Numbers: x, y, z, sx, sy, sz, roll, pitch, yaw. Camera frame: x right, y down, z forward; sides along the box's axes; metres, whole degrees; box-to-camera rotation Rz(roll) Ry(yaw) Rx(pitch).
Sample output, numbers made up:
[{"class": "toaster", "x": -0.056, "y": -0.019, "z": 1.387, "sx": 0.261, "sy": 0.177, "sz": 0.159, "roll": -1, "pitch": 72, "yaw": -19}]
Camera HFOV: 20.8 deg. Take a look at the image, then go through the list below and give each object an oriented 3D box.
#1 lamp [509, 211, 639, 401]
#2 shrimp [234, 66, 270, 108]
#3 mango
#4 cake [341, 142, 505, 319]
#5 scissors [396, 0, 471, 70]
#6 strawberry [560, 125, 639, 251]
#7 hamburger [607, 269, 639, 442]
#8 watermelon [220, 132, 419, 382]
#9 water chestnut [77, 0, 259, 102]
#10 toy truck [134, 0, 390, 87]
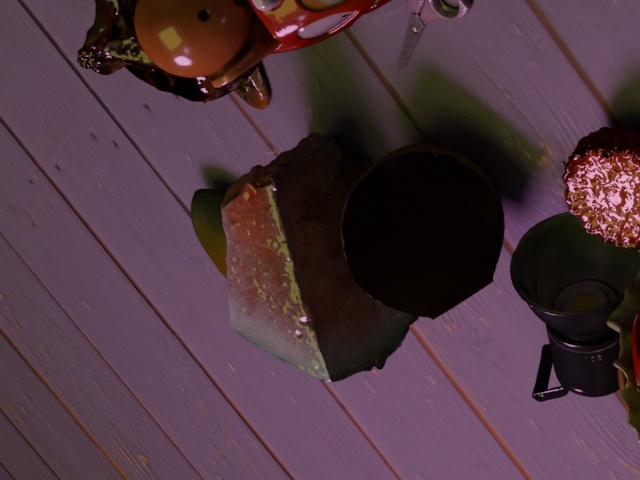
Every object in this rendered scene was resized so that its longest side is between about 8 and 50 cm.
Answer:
[{"class": "lamp", "x": 0.311, "y": 0.093, "z": 1.964, "sx": 0.172, "sy": 0.147, "sz": 0.227, "roll": 1, "pitch": 141, "yaw": 20}, {"class": "shrimp", "x": -0.102, "y": -0.212, "z": 2.179, "sx": 0.083, "sy": 0.023, "sz": 0.114, "roll": 26, "pitch": 148, "yaw": 33}, {"class": "mango", "x": -0.085, "y": 0.024, "z": 2.377, "sx": 0.237, "sy": 0.091, "sz": 0.137, "roll": 36, "pitch": 143, "yaw": 26}, {"class": "cake", "x": 0.121, "y": -0.007, "z": 2.015, "sx": 0.185, "sy": 0.208, "sz": 0.178, "roll": -3, "pitch": 174, "yaw": 7}, {"class": "scissors", "x": 0.107, "y": -0.241, "z": 1.906, "sx": 0.100, "sy": 0.015, "sz": 0.189, "roll": 39, "pitch": 151, "yaw": 12}, {"class": "strawberry", "x": 0.319, "y": -0.060, "z": 1.797, "sx": 0.145, "sy": 0.086, "sz": 0.145, "roll": 31, "pitch": 148, "yaw": 21}, {"class": "hamburger", "x": 0.420, "y": 0.117, "z": 1.709, "sx": 0.274, "sy": 0.274, "sz": 0.212, "roll": 41, "pitch": 149, "yaw": 7}, {"class": "watermelon", "x": -0.010, "y": 0.007, "z": 2.139, "sx": 0.151, "sy": 0.264, "sz": 0.302, "roll": -5, "pitch": 114, "yaw": 36}, {"class": "water chestnut", "x": -0.173, "y": -0.257, "z": 2.016, "sx": 0.223, "sy": 0.238, "sz": 0.224, "roll": 41, "pitch": 159, "yaw": 19}, {"class": "toy truck", "x": -0.060, "y": -0.274, "z": 1.807, "sx": 0.265, "sy": 0.239, "sz": 0.189, "roll": -22, "pitch": 105, "yaw": 42}]
